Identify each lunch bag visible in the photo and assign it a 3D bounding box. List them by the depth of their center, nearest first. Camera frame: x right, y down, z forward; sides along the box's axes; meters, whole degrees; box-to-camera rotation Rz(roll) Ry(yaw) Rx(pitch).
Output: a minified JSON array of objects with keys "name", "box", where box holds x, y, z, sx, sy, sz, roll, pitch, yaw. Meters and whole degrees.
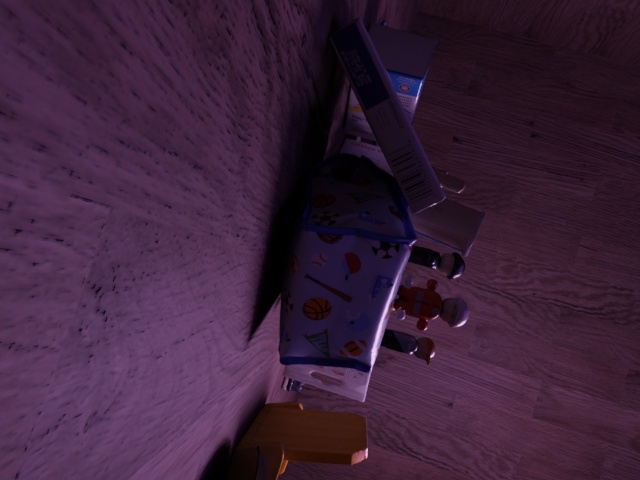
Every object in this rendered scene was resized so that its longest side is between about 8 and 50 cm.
[{"name":"lunch bag","box":[0.046,0.023,0.994,0.385,0.239,0.327,-94,-164,-61]}]

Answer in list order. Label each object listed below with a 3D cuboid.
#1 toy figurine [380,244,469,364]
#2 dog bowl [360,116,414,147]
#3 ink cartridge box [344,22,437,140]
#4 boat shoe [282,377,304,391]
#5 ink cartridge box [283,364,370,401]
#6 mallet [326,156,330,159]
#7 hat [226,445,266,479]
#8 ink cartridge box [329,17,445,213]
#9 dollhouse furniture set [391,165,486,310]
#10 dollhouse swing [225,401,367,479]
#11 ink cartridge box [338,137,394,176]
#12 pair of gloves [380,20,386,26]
[{"name":"toy figurine","box":[0.212,0.131,1.003,0.213,0.148,0.209,-79,-175,-50]},{"name":"dog bowl","box":[0.210,-0.341,1.559,0.408,0.151,0.407,6,90,-86]},{"name":"ink cartridge box","box":[0.172,-0.391,1.214,0.232,0.171,0.168,96,12,-59]},{"name":"boat shoe","box":[-0.087,0.528,1.879,0.254,0.079,0.095,-27,133,-82]},{"name":"ink cartridge box","box":[0.052,0.449,1.830,0.385,0.308,0.091,-64,168,-54]},{"name":"mallet","box":[0.025,-0.113,1.172,0.039,0.063,0.189,-66,171,-57]},{"name":"hat","box":[-0.177,0.578,0.918,0.331,0.134,0.331,180,-90,-87]},{"name":"ink cartridge box","box":[0.136,-0.228,0.916,0.324,0.072,0.330,63,13,-5]},{"name":"dollhouse furniture set","box":[0.267,0.019,1.207,0.286,0.198,0.303,-48,157,-46]},{"name":"dollhouse swing","box":[-0.063,0.606,1.240,0.347,0.305,0.314,34,73,-85]},{"name":"ink cartridge box","box":[0.117,-0.124,1.334,0.270,0.198,0.197,-66,170,-48]},{"name":"pair of gloves","box":[0.152,-0.528,1.369,0.159,0.023,0.198,98,10,-55]}]
